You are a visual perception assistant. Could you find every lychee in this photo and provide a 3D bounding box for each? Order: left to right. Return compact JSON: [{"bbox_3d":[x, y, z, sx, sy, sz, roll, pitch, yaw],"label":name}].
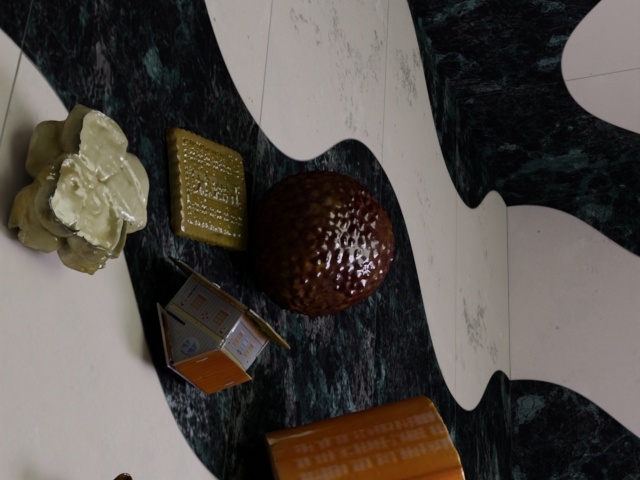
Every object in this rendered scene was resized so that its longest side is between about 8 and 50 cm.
[{"bbox_3d":[0.000,0.000,2.041,0.260,0.261,0.260,-8,90,-70],"label":"lychee"}]

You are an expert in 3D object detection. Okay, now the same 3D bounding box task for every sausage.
[{"bbox_3d":[0.072,0.391,1.948,0.233,0.287,0.233,168,-90,-83],"label":"sausage"}]

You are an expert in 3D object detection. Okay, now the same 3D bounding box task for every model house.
[{"bbox_3d":[-0.166,0.145,1.749,0.136,0.207,0.219,-53,157,-11],"label":"model house"}]

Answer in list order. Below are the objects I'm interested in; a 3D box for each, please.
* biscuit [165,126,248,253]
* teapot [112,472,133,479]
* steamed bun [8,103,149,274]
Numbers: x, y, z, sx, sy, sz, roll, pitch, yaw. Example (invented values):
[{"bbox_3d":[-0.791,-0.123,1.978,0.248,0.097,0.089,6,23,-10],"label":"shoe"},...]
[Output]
[{"bbox_3d":[-0.173,-0.076,1.916,0.254,0.029,0.172,19,65,-69],"label":"biscuit"},{"bbox_3d":[-0.237,0.400,1.410,0.178,0.135,0.252,-2,84,-66],"label":"teapot"},{"bbox_3d":[-0.295,-0.053,1.467,0.192,0.106,0.177,45,45,-46],"label":"steamed bun"}]
